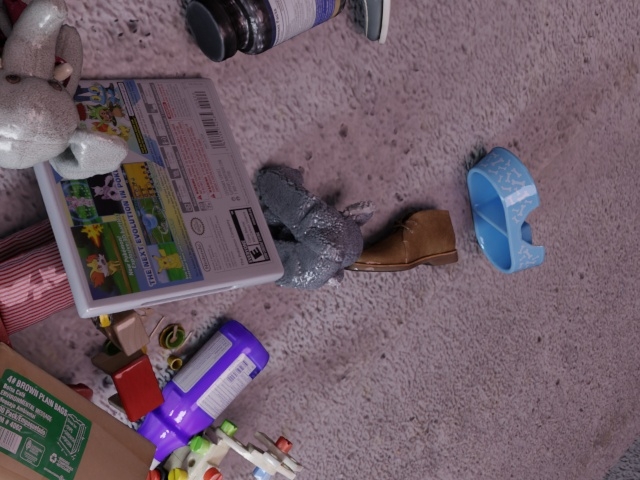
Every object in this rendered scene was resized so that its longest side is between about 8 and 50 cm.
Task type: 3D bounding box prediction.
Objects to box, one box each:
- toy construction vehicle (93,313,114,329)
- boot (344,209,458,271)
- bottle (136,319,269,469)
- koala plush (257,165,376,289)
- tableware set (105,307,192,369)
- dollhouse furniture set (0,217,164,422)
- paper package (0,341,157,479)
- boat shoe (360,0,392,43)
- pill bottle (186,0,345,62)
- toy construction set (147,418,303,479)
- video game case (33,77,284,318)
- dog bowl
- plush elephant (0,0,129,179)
[{"bbox_3d":[-0.272,0.060,1.152,0.085,0.035,0.098,-17,116,-21],"label":"toy construction vehicle"},{"bbox_3d":[0.153,0.002,1.687,0.305,0.112,0.115,-10,102,-43],"label":"boot"},{"bbox_3d":[-0.214,0.269,1.494,0.283,0.092,0.118,-46,151,-11],"label":"bottle"},{"bbox_3d":[0.000,0.000,1.488,0.221,0.203,0.196,9,107,-56],"label":"koala plush"},{"bbox_3d":[-0.282,0.174,1.435,0.104,0.024,0.154,-55,136,-3],"label":"tableware set"},{"bbox_3d":[-0.353,0.147,1.244,0.201,0.152,0.374,-30,124,-26],"label":"dollhouse furniture set"},{"bbox_3d":[-0.439,0.290,1.146,0.325,0.309,0.168,51,38,-44],"label":"paper package"},{"bbox_3d":[0.065,-0.463,1.364,0.099,0.116,0.319,0,131,6],"label":"boat shoe"},{"bbox_3d":[-0.079,-0.346,1.257,0.219,0.123,0.123,-32,130,-24],"label":"pill bottle"},{"bbox_3d":[-0.198,0.445,1.521,0.327,0.215,0.151,-44,135,-14],"label":"toy construction set"},{"bbox_3d":[-0.229,-0.074,1.175,0.300,0.329,0.036,-9,161,-38],"label":"video game case"},{"bbox_3d":[0.384,-0.052,1.808,0.074,0.166,0.297,-29,130,-13],"label":"dog bowl"},{"bbox_3d":[-0.356,-0.186,0.964,0.271,0.255,0.330,3,103,-48],"label":"plush elephant"}]
